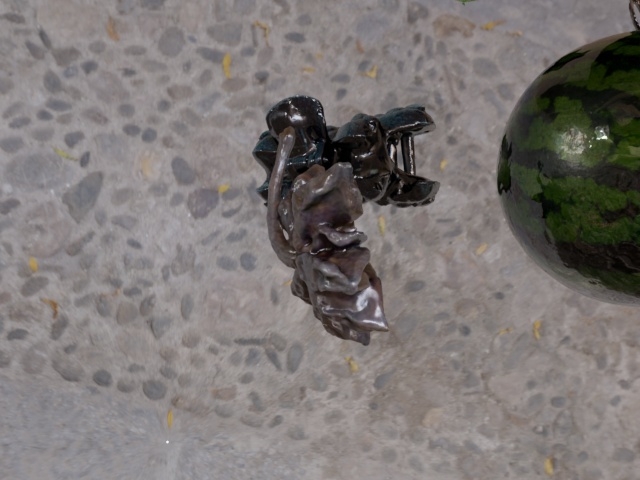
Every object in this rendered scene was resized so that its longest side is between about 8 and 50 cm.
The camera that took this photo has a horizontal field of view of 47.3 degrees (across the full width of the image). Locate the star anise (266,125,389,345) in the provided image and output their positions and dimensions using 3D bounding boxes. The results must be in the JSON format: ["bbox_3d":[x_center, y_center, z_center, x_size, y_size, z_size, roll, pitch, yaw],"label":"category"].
[{"bbox_3d":[-0.001,0.000,0.717,0.089,0.209,0.231,-17,42,-18],"label":"star anise"}]

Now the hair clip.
[{"bbox_3d":[0.020,-0.110,1.108,0.206,0.310,0.194,-4,88,-55],"label":"hair clip"}]

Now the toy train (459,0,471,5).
[{"bbox_3d":[0.236,-0.476,1.121,0.157,0.253,0.105,-3,54,25],"label":"toy train"}]

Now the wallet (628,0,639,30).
[{"bbox_3d":[0.327,-0.347,0.690,0.335,0.275,0.068,7,46,-35],"label":"wallet"}]

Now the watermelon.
[{"bbox_3d":[0.331,-0.074,0.772,0.285,0.285,0.285,3,74,-11],"label":"watermelon"}]
